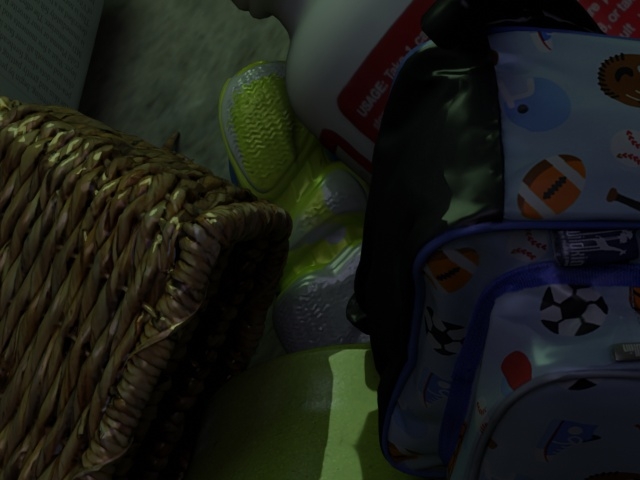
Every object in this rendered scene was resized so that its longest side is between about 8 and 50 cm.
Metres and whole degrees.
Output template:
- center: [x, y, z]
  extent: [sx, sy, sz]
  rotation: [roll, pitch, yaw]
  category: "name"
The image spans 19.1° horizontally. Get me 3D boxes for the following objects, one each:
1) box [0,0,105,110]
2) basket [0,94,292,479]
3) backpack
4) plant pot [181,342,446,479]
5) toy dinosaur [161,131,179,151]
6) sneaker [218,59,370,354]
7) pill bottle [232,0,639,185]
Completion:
- center: [-0.292, -0.092, 1.241]
  extent: [0.215, 0.168, 0.345]
  rotation: [0, 66, 27]
  category: "box"
- center: [-0.116, 0.101, 1.086]
  extent: [0.223, 0.213, 0.299]
  rotation: [28, 95, 42]
  category: "basket"
- center: [0.158, 0.023, 0.838]
  extent: [0.263, 0.276, 0.213]
  rotation: [-6, 64, -8]
  category: "backpack"
- center: [0.030, 0.255, 0.974]
  extent: [0.367, 0.366, 0.353]
  rotation: [0, 56, 12]
  category: "plant pot"
- center: [-0.159, 0.013, 1.250]
  extent: [0.211, 0.064, 0.112]
  rotation: [-35, 64, -5]
  category: "toy dinosaur"
- center: [0.000, 0.000, 1.219]
  extent: [0.091, 0.126, 0.240]
  rotation: [-16, 94, -4]
  category: "sneaker"
- center: [0.131, -0.091, 1.085]
  extent: [0.408, 0.229, 0.229]
  rotation: [42, 80, 4]
  category: "pill bottle"
